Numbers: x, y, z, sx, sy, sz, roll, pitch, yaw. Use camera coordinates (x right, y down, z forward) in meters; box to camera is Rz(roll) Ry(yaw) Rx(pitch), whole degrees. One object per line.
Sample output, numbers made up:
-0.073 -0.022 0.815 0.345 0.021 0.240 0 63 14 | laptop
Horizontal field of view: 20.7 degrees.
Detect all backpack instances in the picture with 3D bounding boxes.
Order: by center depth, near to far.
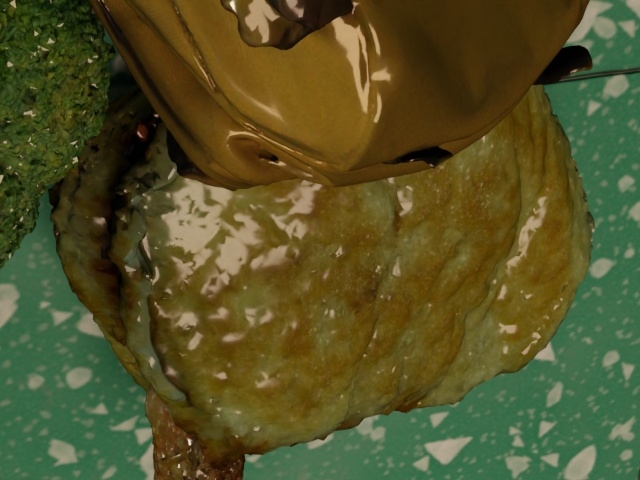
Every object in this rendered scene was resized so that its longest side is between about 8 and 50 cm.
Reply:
-0.003 -0.216 1.048 0.353 0.201 0.378 -40 99 -41 | backpack

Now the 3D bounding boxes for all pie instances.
0.018 -0.019 1.322 0.418 0.180 0.395 -25 130 -16 | pie

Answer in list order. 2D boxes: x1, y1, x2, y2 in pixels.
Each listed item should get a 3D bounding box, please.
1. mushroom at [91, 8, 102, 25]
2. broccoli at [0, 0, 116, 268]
-0.201 -0.227 1.114 0.108 0.096 0.247 -46 130 -35 | mushroom
-0.313 -0.082 1.026 0.321 0.310 0.413 -46 148 -22 | broccoli
